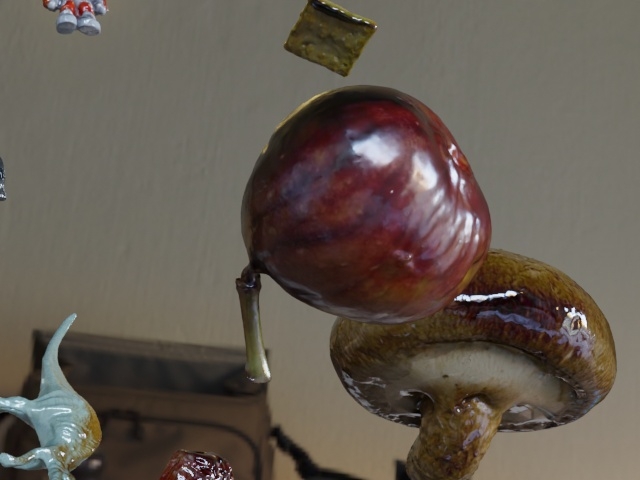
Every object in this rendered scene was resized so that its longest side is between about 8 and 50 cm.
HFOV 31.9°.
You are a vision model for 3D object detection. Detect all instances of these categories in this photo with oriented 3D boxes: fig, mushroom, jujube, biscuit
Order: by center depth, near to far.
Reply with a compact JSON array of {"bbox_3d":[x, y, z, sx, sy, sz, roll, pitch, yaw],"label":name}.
[{"bbox_3d":[0.003,-0.016,0.905,0.249,0.186,0.204,-21,-32,25],"label":"fig"},{"bbox_3d":[0.010,-0.225,1.234,0.083,0.018,0.081,22,-47,-11],"label":"biscuit"},{"bbox_3d":[0.182,0.130,1.367,0.345,0.239,0.345,-19,-36,-14],"label":"mushroom"},{"bbox_3d":[-0.183,0.402,1.547,0.168,0.236,0.168,10,7,-1],"label":"jujube"}]

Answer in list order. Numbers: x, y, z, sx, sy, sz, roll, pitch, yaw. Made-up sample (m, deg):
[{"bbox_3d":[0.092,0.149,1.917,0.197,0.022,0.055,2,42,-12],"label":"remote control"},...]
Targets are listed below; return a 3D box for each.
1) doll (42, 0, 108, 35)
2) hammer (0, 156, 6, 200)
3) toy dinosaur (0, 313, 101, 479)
[{"bbox_3d":[-0.277,-0.280,1.204,0.094,0.180,0.079,-3,-45,-28],"label":"doll"},{"bbox_3d":[-0.434,-0.065,1.400,0.017,0.062,0.182,2,-10,-37],"label":"hammer"},{"bbox_3d":[-0.411,0.244,1.641,0.205,0.393,0.092,9,-63,0],"label":"toy dinosaur"}]
